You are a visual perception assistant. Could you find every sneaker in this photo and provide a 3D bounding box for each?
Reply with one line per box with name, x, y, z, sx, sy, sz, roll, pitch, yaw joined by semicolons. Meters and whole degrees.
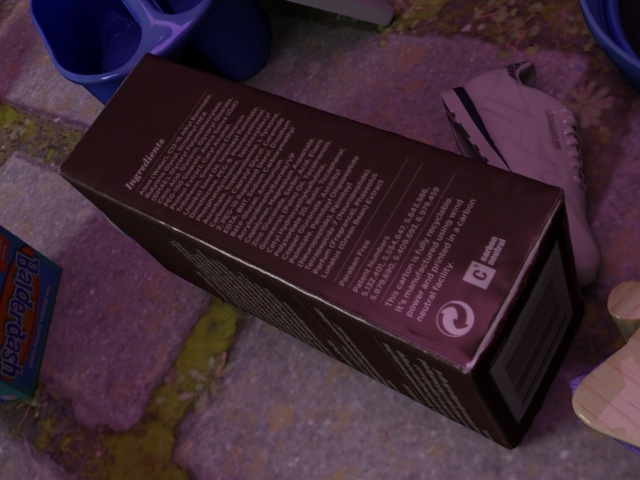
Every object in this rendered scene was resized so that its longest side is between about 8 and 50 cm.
sneaker;0.182;-0.066;0.689;0.094;0.090;0.235;-23;53;3

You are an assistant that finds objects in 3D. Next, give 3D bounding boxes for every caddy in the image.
caddy;-0.214;-0.287;0.987;0.241;0.179;0.341;-39;50;3

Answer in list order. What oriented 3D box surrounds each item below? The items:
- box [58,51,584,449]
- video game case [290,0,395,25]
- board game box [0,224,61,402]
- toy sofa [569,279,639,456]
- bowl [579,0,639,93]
box;0.000;0.000;0.653;0.381;0.191;0.143;22;73;30
video game case;-0.050;-0.321;0.907;0.026;0.227;0.206;-60;39;36
board game box;-0.360;0.051;0.831;0.047;0.210;0.160;-12;56;21
toy sofa;0.323;0.138;0.433;0.177;0.150;0.362;-50;50;-1
bowl;0.412;-0.244;0.675;0.391;0.077;0.391;-14;55;21
